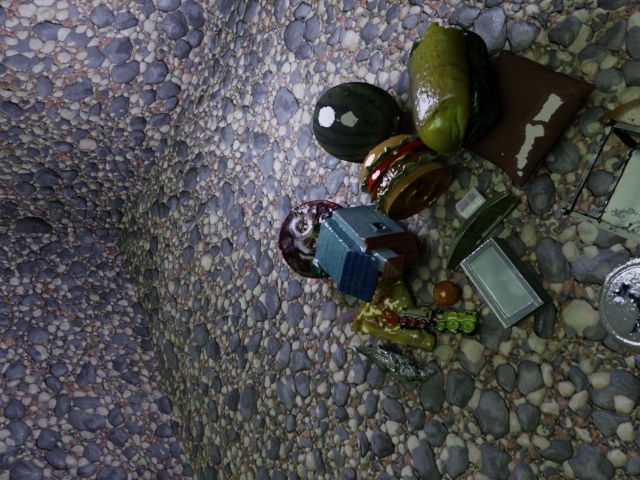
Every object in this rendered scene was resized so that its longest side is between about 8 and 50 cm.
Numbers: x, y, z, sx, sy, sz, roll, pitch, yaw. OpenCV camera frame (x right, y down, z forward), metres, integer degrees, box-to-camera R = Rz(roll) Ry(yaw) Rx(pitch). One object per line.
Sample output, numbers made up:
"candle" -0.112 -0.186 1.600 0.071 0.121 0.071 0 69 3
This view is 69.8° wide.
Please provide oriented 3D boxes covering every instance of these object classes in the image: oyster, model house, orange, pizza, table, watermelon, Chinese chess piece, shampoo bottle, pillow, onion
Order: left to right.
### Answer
"onion" 0.000 0.000 1.739 0.313 0.232 0.314 -7 71 20
"watermelon" 0.132 -0.406 1.593 0.359 0.278 0.279 26 105 39
"model house" 0.181 0.062 1.474 0.329 0.294 0.252 40 130 46
"oyster" 0.227 0.408 1.538 0.087 0.199 0.252 -54 17 -27
"pizza" 0.265 0.258 1.529 0.287 0.075 0.280 34 98 31
"orange" 0.393 0.166 1.427 0.083 0.083 0.084 -5 83 44
"shampoo bottle" 0.461 -0.109 1.407 0.099 0.043 0.072 -50 54 31
"pillow" 0.547 -0.347 1.293 0.308 0.108 0.306 49 120 41
"Chinese chess piece" 0.740 0.143 1.025 0.237 0.092 0.238 -168 90 -72
"table" 0.750 -0.082 0.960 0.335 0.272 0.222 33 109 41

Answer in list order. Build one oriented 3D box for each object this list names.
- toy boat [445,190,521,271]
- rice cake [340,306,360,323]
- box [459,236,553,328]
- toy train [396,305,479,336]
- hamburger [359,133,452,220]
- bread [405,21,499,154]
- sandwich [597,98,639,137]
"toy boat" 0.466 -0.031 1.366 0.293 0.093 0.055 -56 34 25
"rice cake" 0.155 0.265 1.683 0.206 0.036 0.047 -25 65 41
"box" 0.521 0.118 1.301 0.129 0.086 0.225 -48 57 31
"toy train" 0.359 0.247 1.421 0.249 0.053 0.085 0 66 28
"hamburger" 0.256 -0.215 1.463 0.274 0.274 0.212 -50 59 30
"bread" 0.366 -0.442 1.328 0.251 0.208 0.377 127 149 -55
"sandwich" 0.785 -0.280 1.069 0.244 0.090 0.088 35 114 40
